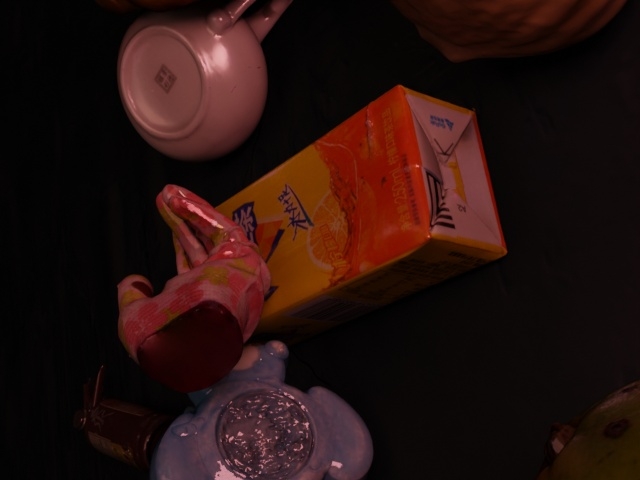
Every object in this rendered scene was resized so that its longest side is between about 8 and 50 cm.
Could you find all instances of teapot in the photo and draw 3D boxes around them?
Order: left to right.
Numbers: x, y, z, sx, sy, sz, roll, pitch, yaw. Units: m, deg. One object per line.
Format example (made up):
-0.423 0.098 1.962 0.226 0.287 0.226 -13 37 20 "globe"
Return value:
-0.145 -0.206 0.997 0.298 0.139 0.204 -40 81 32 "teapot"

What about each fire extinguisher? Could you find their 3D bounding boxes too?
-0.252 0.235 1.068 0.252 0.075 0.106 0 53 50 "fire extinguisher"

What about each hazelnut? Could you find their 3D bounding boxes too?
0.128 -0.254 0.632 0.261 0.261 0.241 45 128 43 "hazelnut"

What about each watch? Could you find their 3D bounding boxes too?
-0.074 0.222 0.802 0.193 0.210 0.211 114 143 -49 "watch"

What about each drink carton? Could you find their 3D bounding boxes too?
0.000 0.000 0.804 0.351 0.111 0.155 -29 60 42 "drink carton"

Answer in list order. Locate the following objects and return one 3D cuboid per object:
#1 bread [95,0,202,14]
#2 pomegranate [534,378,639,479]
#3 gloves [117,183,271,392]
-0.141 -0.412 0.932 0.328 0.148 0.337 16 60 50 "bread"
0.238 0.179 0.456 0.247 0.202 0.202 33 108 18 "pomegranate"
-0.120 0.039 0.766 0.145 0.126 0.241 -61 13 21 "gloves"
